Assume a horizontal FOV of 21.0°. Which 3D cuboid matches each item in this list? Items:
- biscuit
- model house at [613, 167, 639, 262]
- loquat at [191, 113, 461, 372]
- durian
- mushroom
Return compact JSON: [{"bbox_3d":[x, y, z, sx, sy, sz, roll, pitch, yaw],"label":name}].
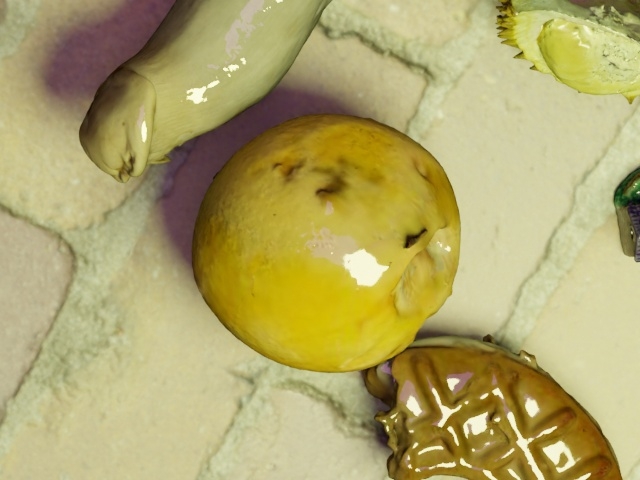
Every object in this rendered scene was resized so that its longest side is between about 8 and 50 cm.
[{"bbox_3d":[0.151,0.274,1.606,0.268,0.115,0.366,9,96,-2],"label":"biscuit"},{"bbox_3d":[0.328,-0.026,1.589,0.100,0.100,0.088,-8,95,0],"label":"model house"},{"bbox_3d":[0.000,0.000,1.531,0.243,0.244,0.244,0,95,-1],"label":"loquat"},{"bbox_3d":[0.292,-0.195,1.542,0.306,0.166,0.172,27,96,-13],"label":"durian"},{"bbox_3d":[-0.063,-0.215,1.530,0.126,0.177,0.397,38,95,7],"label":"mushroom"}]
